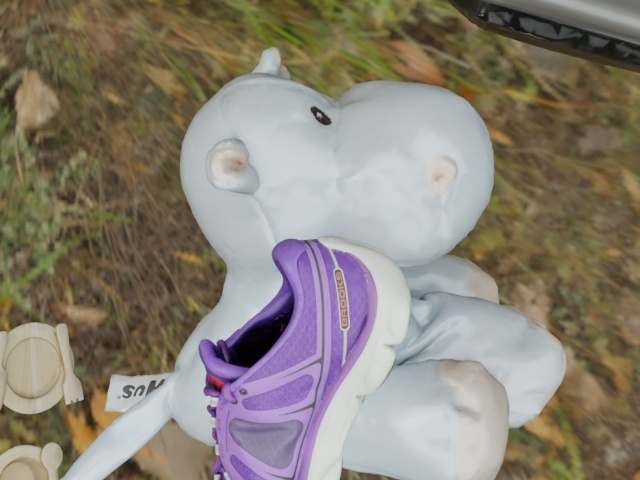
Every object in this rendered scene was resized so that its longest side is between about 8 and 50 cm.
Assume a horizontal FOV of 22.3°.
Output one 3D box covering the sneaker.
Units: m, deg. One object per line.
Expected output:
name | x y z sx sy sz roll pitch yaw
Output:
sneaker | -0.026 0.072 0.677 0.071 0.068 0.169 16 105 -21

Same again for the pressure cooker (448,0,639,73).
pressure cooker | 0.262 -0.281 0.978 0.421 0.375 0.369 10 87 -29

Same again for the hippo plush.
hippo plush | 0.000 0.000 0.980 0.294 0.234 0.236 0 114 9

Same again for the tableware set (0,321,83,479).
tableware set | -0.237 0.126 1.108 0.169 0.020 0.141 3 92 -37
